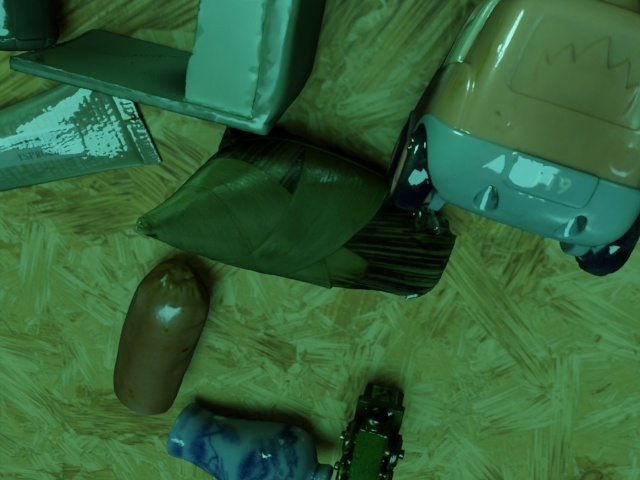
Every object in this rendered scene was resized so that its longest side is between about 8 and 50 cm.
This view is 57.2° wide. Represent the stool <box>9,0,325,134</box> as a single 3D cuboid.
[{"bbox_3d":[-0.131,-0.267,0.551,0.270,0.170,0.243,16,121,4],"label":"stool"}]

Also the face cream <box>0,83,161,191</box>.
[{"bbox_3d":[-0.388,-0.119,0.756,0.341,0.084,0.137,-13,119,10],"label":"face cream"}]

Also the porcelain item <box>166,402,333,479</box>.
[{"bbox_3d":[-0.110,0.344,0.931,0.259,0.141,0.141,17,123,14],"label":"porcelain item"}]

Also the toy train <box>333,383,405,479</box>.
[{"bbox_3d":[0.074,0.315,0.870,0.090,0.137,0.225,15,118,11],"label":"toy train"}]

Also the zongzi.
[{"bbox_3d":[0.000,0.000,0.594,0.289,0.317,0.154,20,111,1],"label":"zongzi"}]

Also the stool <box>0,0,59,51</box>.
[{"bbox_3d":[-0.342,-0.267,0.645,0.096,0.096,0.110,9,116,7],"label":"stool"}]

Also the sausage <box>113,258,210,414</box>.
[{"bbox_3d":[-0.231,0.137,0.848,0.114,0.113,0.259,24,123,-2],"label":"sausage"}]

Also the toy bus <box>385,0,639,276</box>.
[{"bbox_3d":[0.180,-0.117,0.522,0.194,0.287,0.232,16,106,2],"label":"toy bus"}]
